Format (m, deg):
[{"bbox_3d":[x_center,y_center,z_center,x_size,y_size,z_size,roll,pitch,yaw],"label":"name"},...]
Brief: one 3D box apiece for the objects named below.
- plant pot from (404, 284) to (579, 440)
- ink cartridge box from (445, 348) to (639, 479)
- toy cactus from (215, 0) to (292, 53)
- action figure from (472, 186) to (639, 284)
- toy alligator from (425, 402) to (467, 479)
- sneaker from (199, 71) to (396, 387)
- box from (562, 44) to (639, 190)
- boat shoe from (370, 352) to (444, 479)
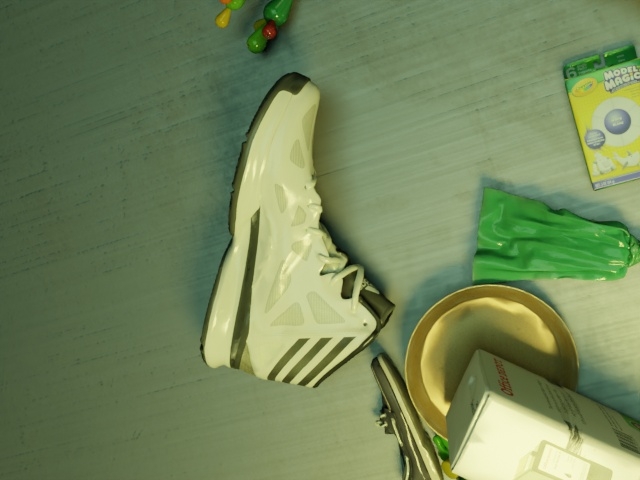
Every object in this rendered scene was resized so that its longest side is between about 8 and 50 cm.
[{"bbox_3d":[0.235,0.176,1.262,0.236,0.032,0.236,1,96,6],"label":"plant pot"},{"bbox_3d":[0.303,0.262,1.145,0.273,0.198,0.115,24,100,2],"label":"ink cartridge box"},{"bbox_3d":[-0.068,-0.391,1.335,0.180,0.112,0.219,-2,82,7],"label":"toy cactus"},{"bbox_3d":[0.330,0.007,1.230,0.232,0.063,0.137,7,91,21],"label":"action figure"},{"bbox_3d":[0.191,0.309,1.289,0.189,0.056,0.051,50,147,17],"label":"toy alligator"},{"bbox_3d":[0.000,0.000,1.302,0.257,0.169,0.447,15,103,7],"label":"sneaker"},{"bbox_3d":[0.395,-0.166,1.219,0.105,0.043,0.179,-16,85,16],"label":"box"},{"bbox_3d":[0.108,0.263,1.298,0.065,0.075,0.206,-24,89,13],"label":"boat shoe"}]
